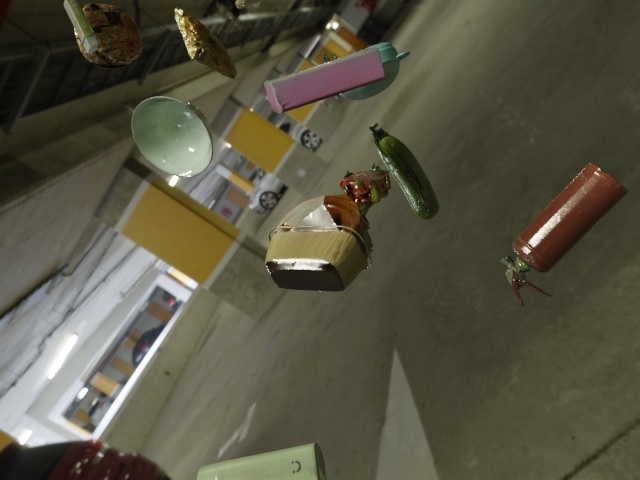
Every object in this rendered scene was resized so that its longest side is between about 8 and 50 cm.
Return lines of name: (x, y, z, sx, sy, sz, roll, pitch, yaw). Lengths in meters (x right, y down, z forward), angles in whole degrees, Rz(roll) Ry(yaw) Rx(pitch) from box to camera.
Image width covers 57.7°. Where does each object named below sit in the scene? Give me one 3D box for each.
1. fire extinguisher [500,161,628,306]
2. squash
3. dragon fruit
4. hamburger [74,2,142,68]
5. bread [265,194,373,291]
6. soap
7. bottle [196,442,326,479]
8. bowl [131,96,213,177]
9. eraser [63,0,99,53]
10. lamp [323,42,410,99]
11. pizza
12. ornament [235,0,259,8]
fire extinguisher: (0.534, -0.001, 1.292, 0.337, 0.147, 0.106, -51, -11, 17)
squash: (0.239, -0.196, 1.635, 0.087, 0.331, 0.087, -33, 18, 12)
dragon fruit: (0.100, -0.116, 1.411, 0.138, 0.142, 0.174, 6, 85, 59)
hamburger: (-0.712, -0.691, 1.961, 0.107, 0.231, 0.231, -31, 23, 42)
bread: (0.000, 0.000, 1.194, 0.224, 0.142, 0.211, 1, 46, 29)
soap: (0.006, -0.374, 1.358, 0.260, 0.081, 0.181, -19, 18, -7)
bottle: (-0.096, 0.387, 0.953, 0.202, 0.072, 0.072, -14, 17, 7)
bowl: (-0.494, -0.391, 2.065, 0.313, 0.313, 0.146, -48, 9, 40)
eraser: (-0.390, -0.352, 0.948, 0.019, 0.083, 0.038, -29, 11, -27)
lamp: (0.113, -0.487, 1.699, 0.209, 0.147, 0.284, -25, 23, -35)
pizza: (-0.386, -0.652, 1.937, 0.058, 0.292, 0.197, -32, 19, 27)
ornament: (-0.086, -0.583, 1.264, 0.245, 0.061, 0.230, -30, 17, 6)
